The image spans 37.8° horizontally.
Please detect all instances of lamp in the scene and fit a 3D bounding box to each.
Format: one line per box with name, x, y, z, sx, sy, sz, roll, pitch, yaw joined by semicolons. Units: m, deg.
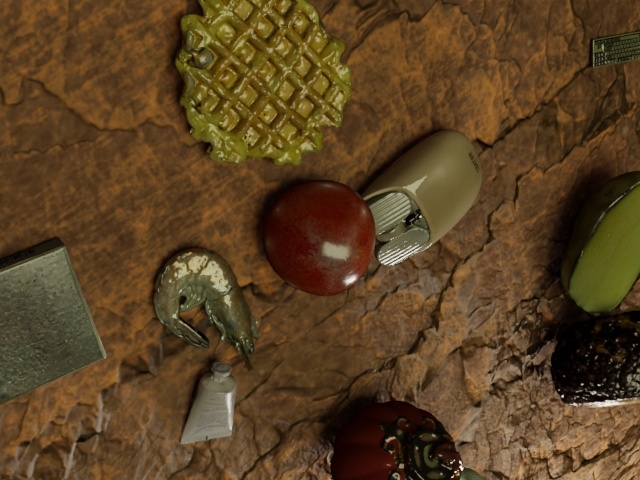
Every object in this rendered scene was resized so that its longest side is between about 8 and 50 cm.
lamp;0.127;0.369;1.514;0.227;0.227;0.227;-11;113;-27

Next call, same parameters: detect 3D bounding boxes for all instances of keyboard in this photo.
keyboard;0.516;-0.329;1.605;0.129;0.015;0.049;-14;114;-26

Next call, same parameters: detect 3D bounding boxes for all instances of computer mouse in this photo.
computer mouse;0.158;-0.069;1.453;0.236;0.082;0.145;-39;123;-14

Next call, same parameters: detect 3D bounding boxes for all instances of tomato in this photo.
tomato;0.000;0.000;1.345;0.167;0.167;0.167;-11;113;-27

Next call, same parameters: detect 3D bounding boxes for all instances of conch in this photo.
conch;0.257;0.448;1.717;0.085;0.056;0.076;44;101;-5

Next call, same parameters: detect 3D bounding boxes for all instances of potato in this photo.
potato;0.506;-0.011;1.659;0.160;0.111;0.271;9;116;-25

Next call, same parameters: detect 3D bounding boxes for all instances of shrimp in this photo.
shrimp;-0.162;0.111;1.353;0.126;0.047;0.223;-30;117;-12

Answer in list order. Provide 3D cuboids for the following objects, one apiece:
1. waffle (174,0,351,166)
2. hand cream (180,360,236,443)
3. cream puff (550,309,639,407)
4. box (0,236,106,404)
waffle;-0.074;-0.231;1.273;0.262;0.060;0.280;-13;115;-30
hand cream;-0.162;0.245;1.407;0.084;0.053;0.142;-2;124;-29
cream puff;0.536;0.217;1.698;0.239;0.239;0.164;-4;80;-29
box;-0.455;0.138;1.189;0.325;0.047;0.180;-24;118;-21
